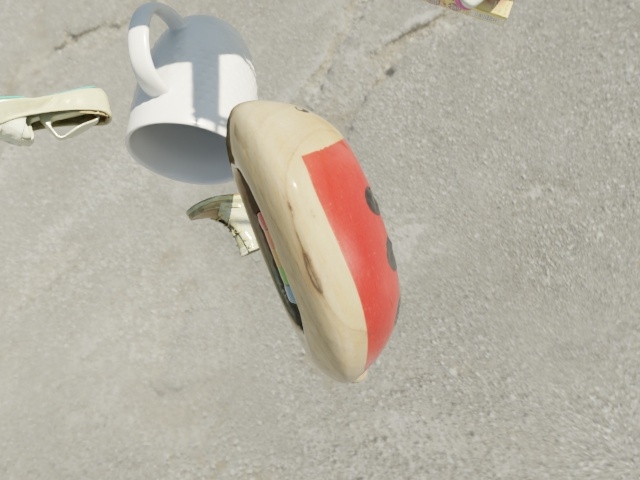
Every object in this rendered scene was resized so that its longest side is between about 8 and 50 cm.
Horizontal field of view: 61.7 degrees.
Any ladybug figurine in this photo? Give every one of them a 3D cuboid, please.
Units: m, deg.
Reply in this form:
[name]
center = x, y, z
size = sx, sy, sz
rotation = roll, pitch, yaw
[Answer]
[ladybug figurine]
center = 0.000, 0.000, 0.802
size = 0.162, 0.449, 0.305
rotation = -22, 12, -12

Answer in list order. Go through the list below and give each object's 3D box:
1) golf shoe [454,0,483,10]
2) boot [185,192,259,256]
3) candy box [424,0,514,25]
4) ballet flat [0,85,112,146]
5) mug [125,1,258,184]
[golf shoe]
center = 0.437, -0.689, 1.276
size = 0.306, 0.115, 0.140
rotation = -54, 28, 4
[boot]
center = -0.233, -0.035, 1.406
size = 0.077, 0.213, 0.165
rotation = -26, 80, 53
[candy box]
center = 0.373, -0.713, 1.418
size = 0.316, 0.087, 0.183
rotation = 21, 99, 6
[ballet flat]
center = -0.465, -0.198, 0.882
size = 0.248, 0.086, 0.086
rotation = -23, 46, -33
[mug]
center = -0.295, -0.353, 1.197
size = 0.276, 0.374, 0.328
rotation = -4, 68, 19
